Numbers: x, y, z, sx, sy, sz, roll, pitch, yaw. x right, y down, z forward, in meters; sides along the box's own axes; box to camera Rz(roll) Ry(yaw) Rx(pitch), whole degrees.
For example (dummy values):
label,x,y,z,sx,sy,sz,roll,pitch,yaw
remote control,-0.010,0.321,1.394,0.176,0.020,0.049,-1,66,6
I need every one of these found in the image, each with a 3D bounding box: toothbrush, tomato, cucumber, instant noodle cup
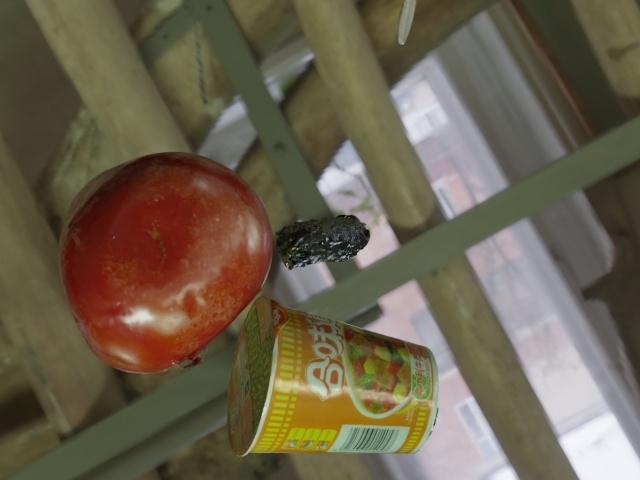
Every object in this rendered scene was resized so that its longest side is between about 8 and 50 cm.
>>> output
label,x,y,z,sx,sy,sz,roll,pitch,yaw
toothbrush,0.122,-0.351,1.589,0.025,0.030,0.307,-62,172,-19
tomato,-0.132,0.015,0.905,0.187,0.151,0.187,-38,-153,24
cucumber,0.000,0.000,1.173,0.053,0.053,0.181,-31,172,21
instant noodle cup,0.015,0.148,1.177,0.185,0.168,0.168,10,160,-17
